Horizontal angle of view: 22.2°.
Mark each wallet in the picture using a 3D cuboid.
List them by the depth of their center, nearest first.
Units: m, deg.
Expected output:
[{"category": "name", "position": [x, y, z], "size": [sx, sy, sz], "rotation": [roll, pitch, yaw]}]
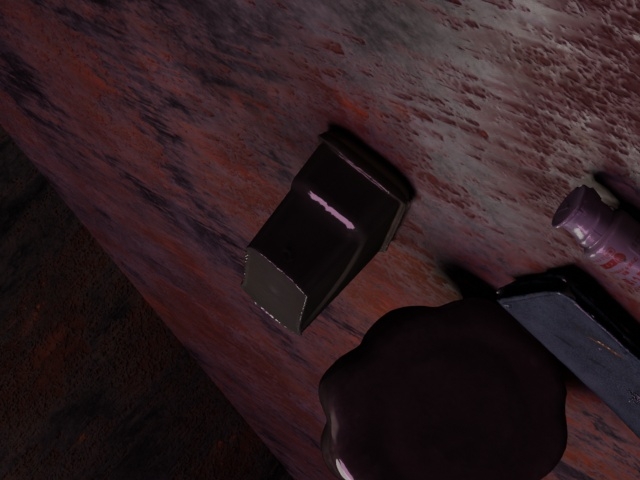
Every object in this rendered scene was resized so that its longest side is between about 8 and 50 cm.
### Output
[{"category": "wallet", "position": [0.372, 0.175, 1.855], "size": [0.379, 0.046, 0.191], "rotation": [44, 163, -8]}]

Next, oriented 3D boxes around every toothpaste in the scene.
[{"category": "toothpaste", "position": [0.329, 0.033, 1.569], "size": [0.234, 0.057, 0.089], "rotation": [35, 164, -10]}]

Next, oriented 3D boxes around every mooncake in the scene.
[{"category": "mooncake", "position": [0.147, 0.213, 2.034], "size": [0.306, 0.306, 0.154], "rotation": [43, 172, -9]}]

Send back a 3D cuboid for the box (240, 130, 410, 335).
[{"category": "box", "position": [0.000, 0.000, 1.996], "size": [0.138, 0.178, 0.274], "rotation": [38, 165, 8]}]
